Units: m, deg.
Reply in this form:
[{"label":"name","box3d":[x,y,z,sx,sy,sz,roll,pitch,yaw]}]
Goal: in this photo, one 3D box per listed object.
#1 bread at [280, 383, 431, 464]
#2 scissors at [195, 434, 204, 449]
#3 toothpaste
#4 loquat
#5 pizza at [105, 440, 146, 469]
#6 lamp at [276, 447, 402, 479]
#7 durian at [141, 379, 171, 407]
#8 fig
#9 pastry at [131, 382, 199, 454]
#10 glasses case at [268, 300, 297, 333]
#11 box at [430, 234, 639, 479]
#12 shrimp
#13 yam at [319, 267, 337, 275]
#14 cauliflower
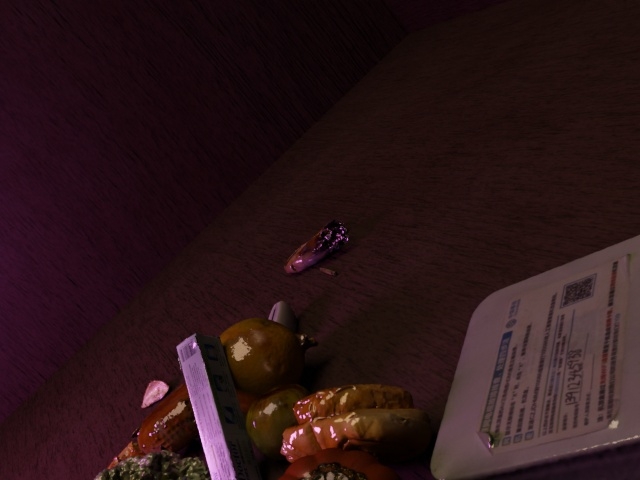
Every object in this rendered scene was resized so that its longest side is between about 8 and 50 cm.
[{"label":"bread","box3d":[0.060,0.305,1.272,0.236,0.198,0.120,-24,60,39]},{"label":"scissors","box3d":[-0.277,0.455,1.857,0.101,0.027,0.204,-45,17,-8]},{"label":"toothpaste","box3d":[-0.200,0.345,1.560,0.067,0.081,0.337,-36,58,24]},{"label":"loquat","box3d":[-0.122,0.263,1.727,0.246,0.214,0.213,-25,18,-2]},{"label":"pizza","box3d":[-0.451,0.570,1.858,0.226,0.086,0.335,-37,17,18]},{"label":"lamp","box3d":[0.024,0.400,1.106,0.223,0.197,0.223,-5,45,5]},{"label":"durian","box3d":[-0.474,0.442,2.293,0.130,0.052,0.066,-35,57,28]},{"label":"fig","box3d":[-0.078,0.347,1.552,0.153,0.121,0.136,-51,16,-25]},{"label":"pastry","box3d":[-0.330,0.413,1.859,0.218,0.100,0.229,-46,9,-36]},{"label":"glasses case","box3d":[-0.097,0.220,1.960,0.049,0.074,0.193,-31,21,19]},{"label":"box","box3d":[0.357,0.174,1.096,0.396,0.111,0.396,-27,22,39]},{"label":"shrimp","box3d":[0.006,0.006,2.277,0.289,0.075,0.178,-41,10,47]},{"label":"yam","box3d":[0.021,0.084,2.134,0.014,0.014,0.107,-45,19,-12]},{"label":"cauliflower","box3d":[-0.317,0.539,1.529,0.256,0.239,0.315,-16,37,-3]}]
